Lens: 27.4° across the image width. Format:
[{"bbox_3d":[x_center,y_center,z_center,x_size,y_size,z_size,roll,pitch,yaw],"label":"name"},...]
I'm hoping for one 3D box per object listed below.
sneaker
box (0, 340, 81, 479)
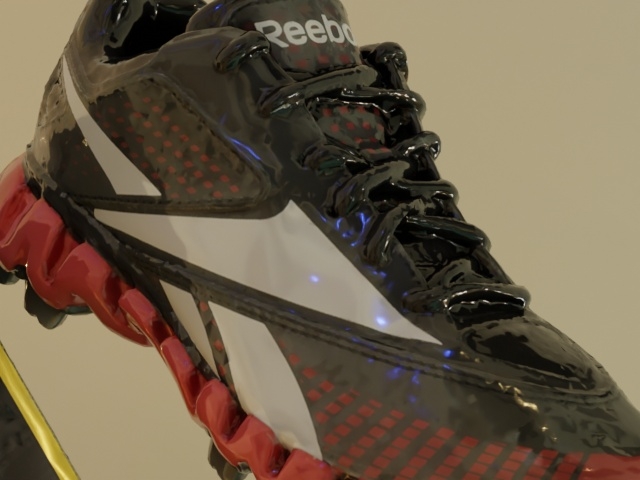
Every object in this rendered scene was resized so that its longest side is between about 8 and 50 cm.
[{"bbox_3d":[0.000,0.000,0.398,0.276,0.097,0.135,33,-68,36],"label":"sneaker"},{"bbox_3d":[-0.230,0.073,0.536,0.322,0.079,0.257,0,-58,44],"label":"box"}]
